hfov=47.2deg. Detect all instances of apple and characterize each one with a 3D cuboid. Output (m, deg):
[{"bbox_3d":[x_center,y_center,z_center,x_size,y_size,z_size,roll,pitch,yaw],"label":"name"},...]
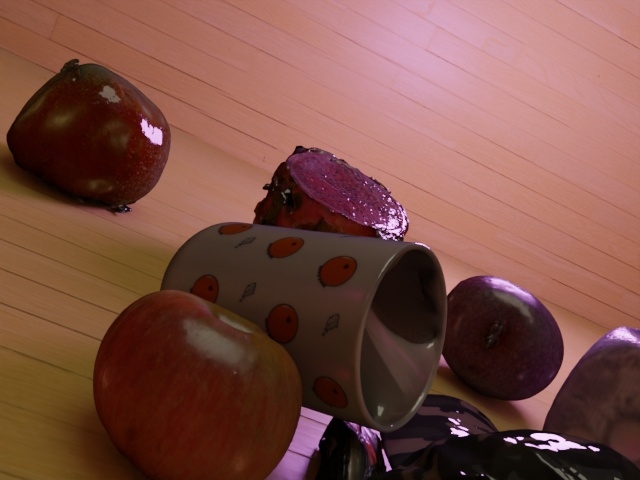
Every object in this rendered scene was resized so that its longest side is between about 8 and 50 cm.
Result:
[{"bbox_3d":[-0.118,0.149,0.714,0.209,0.164,0.209,30,0,0],"label":"apple"}]

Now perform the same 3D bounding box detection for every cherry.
[{"bbox_3d":[0.362,0.191,1.470,0.261,0.221,0.307,47,25,20],"label":"cherry"}]

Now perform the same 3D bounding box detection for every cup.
[{"bbox_3d":[-0.035,0.090,0.894,0.317,0.212,0.212,8,-1,33],"label":"cup"}]

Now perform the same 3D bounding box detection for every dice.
[{"bbox_3d":[0.550,0.318,1.204,0.270,0.271,0.270,14,17,-48],"label":"dice"}]

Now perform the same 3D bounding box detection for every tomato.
[{"bbox_3d":[-0.441,-0.212,1.423,0.303,0.239,0.303,29,8,-4],"label":"tomato"}]

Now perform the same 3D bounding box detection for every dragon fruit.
[{"bbox_3d":[0.000,0.000,1.438,0.296,0.263,0.314,27,24,-5],"label":"dragon fruit"}]

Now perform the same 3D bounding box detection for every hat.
[{"bbox_3d":[0.238,0.261,0.825,0.366,0.257,0.382,38,26,-11],"label":"hat"}]

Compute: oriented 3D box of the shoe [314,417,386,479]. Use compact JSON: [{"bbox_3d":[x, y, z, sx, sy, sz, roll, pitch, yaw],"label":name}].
[{"bbox_3d":[0.042,0.257,0.833,0.077,0.074,0.194,31,8,-4],"label":"shoe"}]
